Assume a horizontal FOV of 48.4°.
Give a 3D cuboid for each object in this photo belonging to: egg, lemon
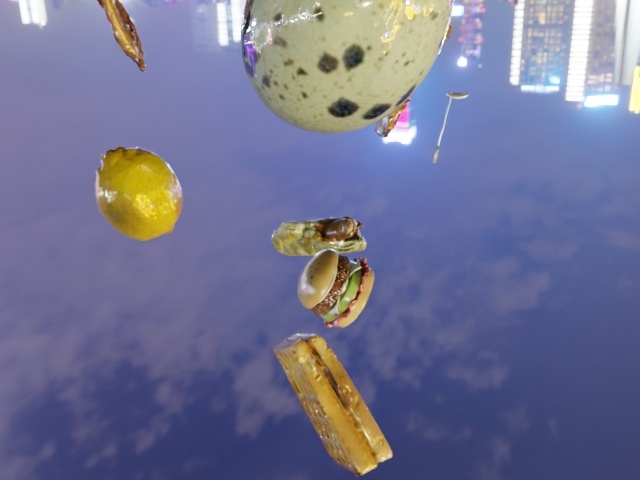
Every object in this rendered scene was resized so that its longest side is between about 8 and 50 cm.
[{"bbox_3d":[0.039,-0.316,1.035,0.287,0.288,0.379,-22,174,-42],"label":"egg"},{"bbox_3d":[-0.443,-0.114,1.734,0.204,0.260,0.204,-20,-147,14],"label":"lemon"}]

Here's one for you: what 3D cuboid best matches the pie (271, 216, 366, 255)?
[{"bbox_3d":[-0.001,0.002,2.036,0.274,0.106,0.257,-2,164,11],"label":"pie"}]

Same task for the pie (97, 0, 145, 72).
[{"bbox_3d":[-0.370,-0.404,1.311,0.033,0.191,0.088,-18,-152,11],"label":"pie"}]

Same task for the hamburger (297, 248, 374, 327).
[{"bbox_3d":[0.022,0.098,1.548,0.136,0.175,0.175,27,-164,-15],"label":"hamburger"}]

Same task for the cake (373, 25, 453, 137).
[{"bbox_3d":[0.183,-0.354,1.485,0.112,0.296,0.116,17,-174,-9],"label":"cake"}]

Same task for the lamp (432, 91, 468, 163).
[{"bbox_3d":[0.340,-0.298,1.890,0.056,0.199,0.050,14,-164,6],"label":"lamp"}]

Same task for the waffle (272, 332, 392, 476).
[{"bbox_3d":[0.019,0.360,1.609,0.098,0.328,0.224,-28,179,-19],"label":"waffle"}]
